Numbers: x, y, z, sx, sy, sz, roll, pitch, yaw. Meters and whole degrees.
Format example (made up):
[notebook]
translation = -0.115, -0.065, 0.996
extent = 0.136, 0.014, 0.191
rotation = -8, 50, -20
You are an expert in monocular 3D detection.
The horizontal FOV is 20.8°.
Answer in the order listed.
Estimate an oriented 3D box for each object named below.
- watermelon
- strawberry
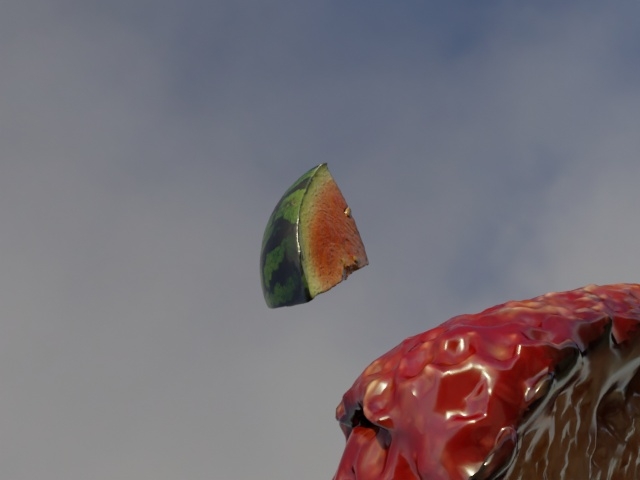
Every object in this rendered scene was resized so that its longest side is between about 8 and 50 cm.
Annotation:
[watermelon]
translation = 0.000, 0.000, 1.510
extent = 0.094, 0.125, 0.135
rotation = 14, -94, -8
[strawberry]
translation = 0.101, 0.116, 0.990
extent = 0.280, 0.150, 0.253
rotation = -64, -36, -19
